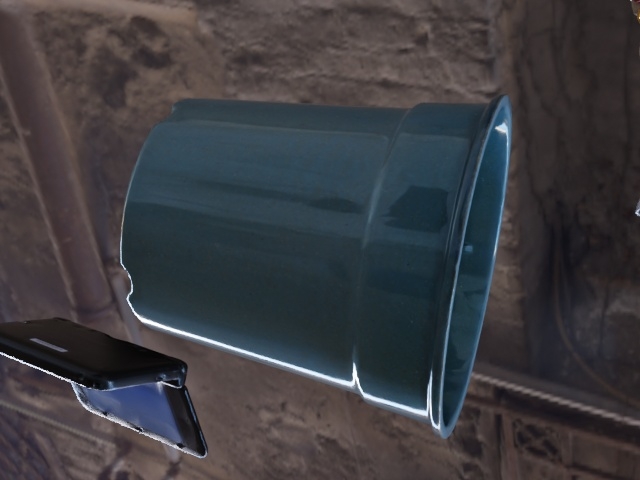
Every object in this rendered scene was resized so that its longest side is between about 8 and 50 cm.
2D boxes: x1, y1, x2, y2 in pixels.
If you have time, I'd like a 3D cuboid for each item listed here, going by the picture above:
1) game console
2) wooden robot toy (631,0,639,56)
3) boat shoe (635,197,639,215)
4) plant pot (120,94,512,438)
[{"bbox_3d":[-0.144,0.096,0.615,0.122,0.071,0.107,13,-173,34],"label":"game console"},{"bbox_3d":[0.220,-0.119,0.559,0.079,0.076,0.173,-66,-154,4],"label":"wooden robot toy"},{"bbox_3d":[0.274,-0.015,0.711,0.100,0.035,0.035,26,-101,43],"label":"boat shoe"},{"bbox_3d":[0.000,0.000,1.011,0.334,0.341,0.341,10,-138,16],"label":"plant pot"}]
